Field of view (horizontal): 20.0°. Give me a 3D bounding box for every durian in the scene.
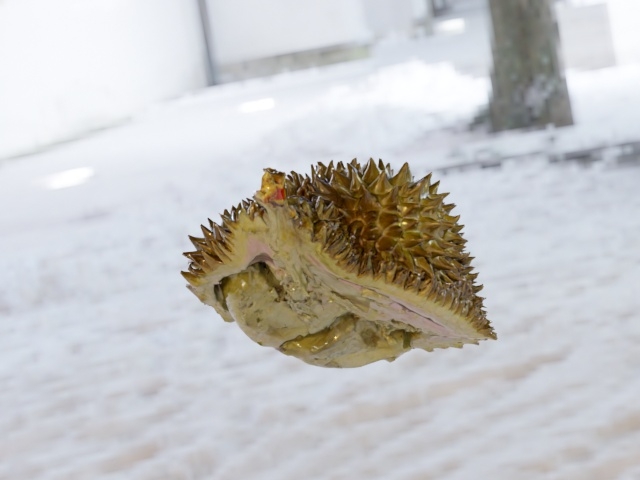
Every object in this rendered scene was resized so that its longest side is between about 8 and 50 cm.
[{"bbox_3d":[0.000,0.000,0.906,0.146,0.102,0.208,-6,-21,19],"label":"durian"}]
